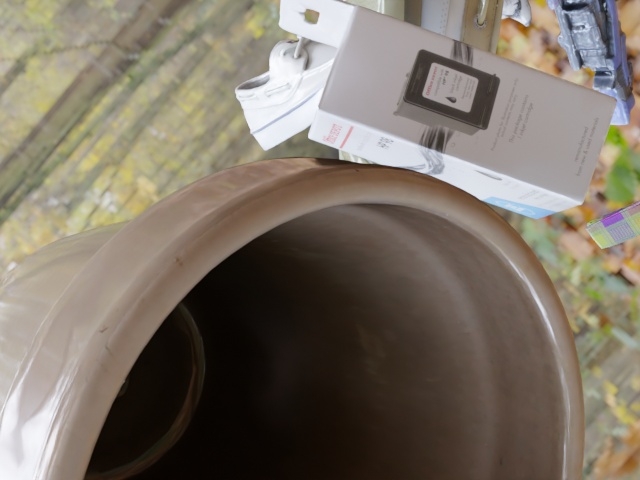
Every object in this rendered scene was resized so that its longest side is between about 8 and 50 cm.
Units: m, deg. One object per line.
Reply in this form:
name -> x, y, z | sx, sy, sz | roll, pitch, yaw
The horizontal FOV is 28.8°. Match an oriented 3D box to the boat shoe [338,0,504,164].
boat shoe -> 0.074, -0.093, 0.823 | 0.113, 0.103, 0.302 | -119, 23, -47

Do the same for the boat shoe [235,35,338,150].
boat shoe -> -0.011, -0.173, 1.285 | 0.088, 0.096, 0.267 | 54, 155, -7

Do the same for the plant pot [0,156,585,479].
plant pot -> -0.051, 0.087, 0.559 | 0.263, 0.263, 0.229 | 37, 166, -34

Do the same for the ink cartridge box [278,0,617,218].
ink cartridge box -> 0.054, -0.071, 0.672 | 0.180, 0.060, 0.104 | 19, 176, -1

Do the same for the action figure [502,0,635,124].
action figure -> 0.223, -0.285, 1.263 | 0.330, 0.178, 0.341 | -45, -55, -48

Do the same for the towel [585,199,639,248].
towel -> 0.358, -0.021, 1.461 | 0.060, 0.083, 0.009 | 42, -152, -45
